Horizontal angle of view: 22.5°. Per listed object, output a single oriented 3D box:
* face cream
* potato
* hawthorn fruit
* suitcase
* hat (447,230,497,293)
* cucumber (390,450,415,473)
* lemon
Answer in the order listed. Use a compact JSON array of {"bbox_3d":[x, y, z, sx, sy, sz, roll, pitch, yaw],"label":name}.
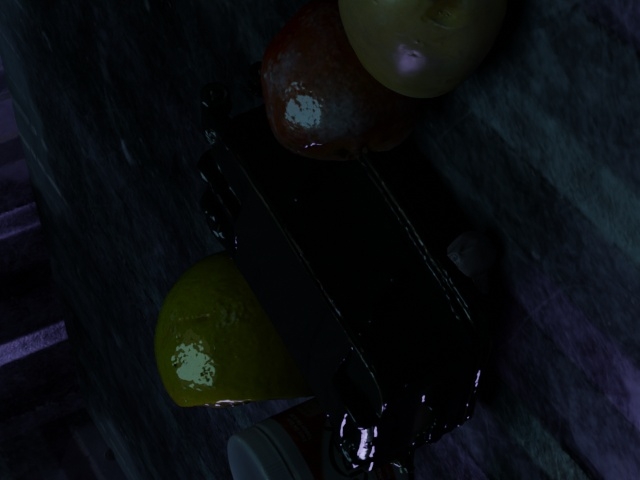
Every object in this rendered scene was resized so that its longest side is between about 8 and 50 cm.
[{"bbox_3d":[0.000,0.317,2.167,0.201,0.187,0.201,54,157,36],"label":"face cream"},{"bbox_3d":[0.084,-0.217,1.437,0.234,0.146,0.150,118,156,-66],"label":"potato"},{"bbox_3d":[0.021,-0.165,1.613,0.173,0.173,0.173,54,157,36],"label":"hawthorn fruit"},{"bbox_3d":[0.023,0.034,1.769,0.434,0.194,0.283,59,164,25],"label":"suitcase"},{"bbox_3d":[0.161,0.016,1.632,0.087,0.042,0.058,34,-156,-57],"label":"hat"},{"bbox_3d":[0.064,0.194,2.045,0.227,0.069,0.069,64,161,5],"label":"cucumber"},{"bbox_3d":[-0.105,0.115,2.167,0.240,0.241,0.219,157,111,-71],"label":"lemon"}]
